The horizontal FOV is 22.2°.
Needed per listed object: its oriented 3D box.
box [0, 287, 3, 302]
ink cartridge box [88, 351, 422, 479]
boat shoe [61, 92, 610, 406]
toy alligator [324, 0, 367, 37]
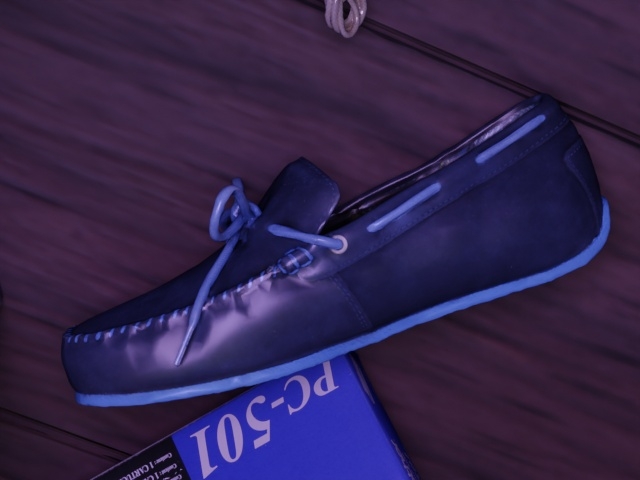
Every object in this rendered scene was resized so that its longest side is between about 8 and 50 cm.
[{"bbox_3d":[-0.266,0.050,0.650,0.231,0.262,0.126,-17,111,1],"label":"box"},{"bbox_3d":[-0.054,0.142,0.787,0.207,0.046,0.097,-30,71,6],"label":"ink cartridge box"},{"bbox_3d":[0.000,0.000,0.749,0.258,0.109,0.089,-20,103,-14],"label":"boat shoe"},{"bbox_3d":[-0.011,-0.182,0.699,0.051,0.056,0.189,13,116,36],"label":"toy alligator"}]
